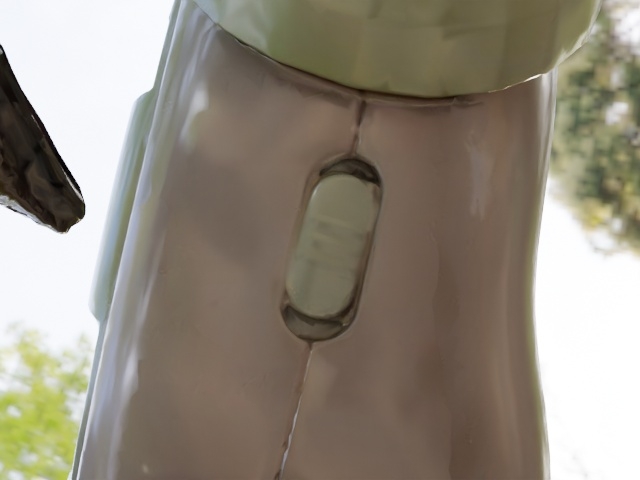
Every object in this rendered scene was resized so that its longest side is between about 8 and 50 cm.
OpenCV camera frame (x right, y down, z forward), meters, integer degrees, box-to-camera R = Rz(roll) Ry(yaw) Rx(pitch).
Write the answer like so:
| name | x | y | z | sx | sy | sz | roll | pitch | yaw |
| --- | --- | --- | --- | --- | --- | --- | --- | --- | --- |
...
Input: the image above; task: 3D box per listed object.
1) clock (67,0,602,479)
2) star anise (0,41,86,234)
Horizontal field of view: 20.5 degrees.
| name | x | y | z | sx | sy | sz | roll | pitch | yaw |
| --- | --- | --- | --- | --- | --- | --- | --- | --- | --- |
| clock | 0.000 | 0.000 | 0.675 | 0.184 | 0.342 | 0.326 | 7 | -93 | -9 |
| star anise | -0.146 | -0.082 | 0.307 | 0.272 | 0.272 | 0.102 | 14 | -60 | -41 |
